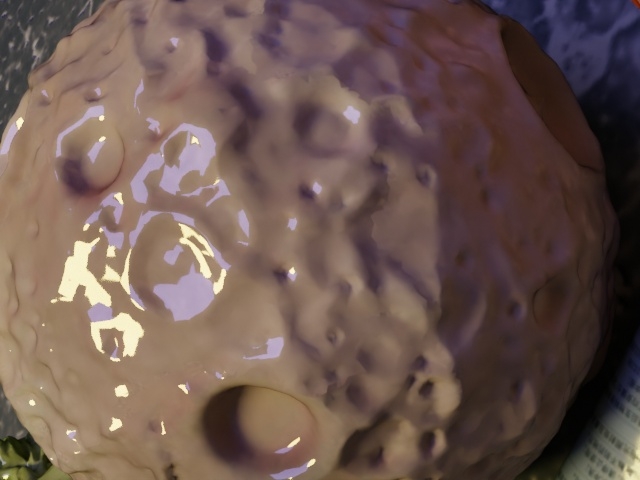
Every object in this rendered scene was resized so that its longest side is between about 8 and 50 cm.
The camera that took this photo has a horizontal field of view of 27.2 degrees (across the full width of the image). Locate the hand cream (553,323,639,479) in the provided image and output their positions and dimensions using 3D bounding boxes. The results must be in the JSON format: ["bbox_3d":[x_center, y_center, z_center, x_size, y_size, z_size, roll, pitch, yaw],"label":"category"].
[{"bbox_3d":[0.129,0.083,0.507,0.091,0.058,0.271,34,108,39],"label":"hand cream"}]

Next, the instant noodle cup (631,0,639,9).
[{"bbox_3d":[0.190,-0.109,0.364,0.243,0.243,0.231,-48,50,29],"label":"instant noodle cup"}]

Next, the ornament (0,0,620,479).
[{"bbox_3d":[0.000,0.000,0.536,0.225,0.259,0.259,-32,53,26],"label":"ornament"}]

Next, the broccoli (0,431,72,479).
[{"bbox_3d":[-0.154,0.198,0.656,0.247,0.243,0.263,7,88,39],"label":"broccoli"}]
